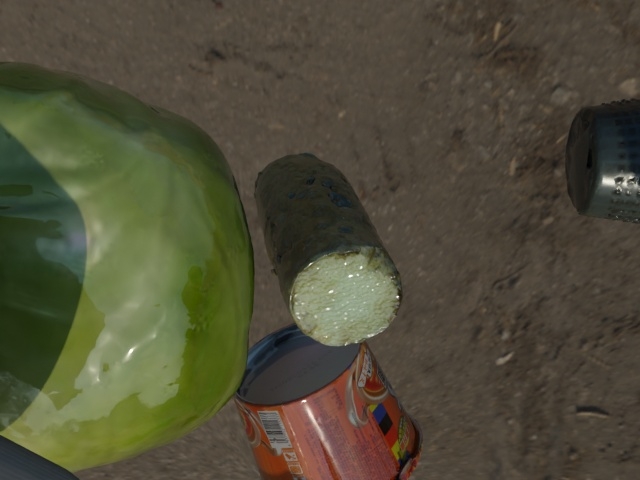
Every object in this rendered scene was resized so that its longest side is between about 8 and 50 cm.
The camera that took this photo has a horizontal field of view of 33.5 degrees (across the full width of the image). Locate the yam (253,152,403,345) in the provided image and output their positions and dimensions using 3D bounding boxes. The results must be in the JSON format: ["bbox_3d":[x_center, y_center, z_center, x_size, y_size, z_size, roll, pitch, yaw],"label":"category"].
[{"bbox_3d":[0.000,0.000,0.990,0.107,0.107,0.194,-15,36,-6],"label":"yam"}]

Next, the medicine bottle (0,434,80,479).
[{"bbox_3d":[-0.297,0.115,0.479,0.340,0.208,0.208,32,77,-16],"label":"medicine bottle"}]

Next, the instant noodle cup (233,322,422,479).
[{"bbox_3d":[-0.001,0.241,1.480,0.250,0.250,0.192,-27,117,-8],"label":"instant noodle cup"}]

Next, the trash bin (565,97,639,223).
[{"bbox_3d":[0.358,-0.088,1.165,0.161,0.175,0.175,1,77,-3],"label":"trash bin"}]

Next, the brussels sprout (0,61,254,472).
[{"bbox_3d":[-0.195,0.027,0.775,0.328,0.247,0.328,1,95,19],"label":"brussels sprout"}]
